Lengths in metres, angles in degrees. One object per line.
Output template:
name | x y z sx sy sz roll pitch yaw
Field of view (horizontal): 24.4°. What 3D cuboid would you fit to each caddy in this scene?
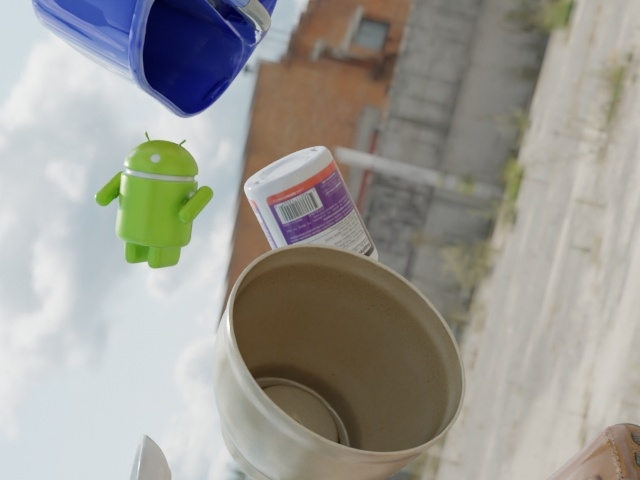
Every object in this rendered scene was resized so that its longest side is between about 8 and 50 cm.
caddy | -0.131 -0.254 1.450 0.241 0.179 0.341 -63 -13 -1

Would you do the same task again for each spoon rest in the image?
spoon rest | -0.225 0.362 1.720 0.137 0.084 0.276 -157 73 -80

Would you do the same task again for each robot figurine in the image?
robot figurine | -0.142 -0.035 1.290 0.067 0.101 0.115 -7 -74 -61

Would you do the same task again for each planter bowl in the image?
planter bowl | -0.003 0.098 0.957 0.109 0.162 0.162 -57 9 41

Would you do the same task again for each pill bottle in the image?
pill bottle | 0.000 0.000 1.684 0.193 0.108 0.108 65 -163 -15

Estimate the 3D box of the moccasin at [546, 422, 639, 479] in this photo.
moccasin | 0.237 0.351 1.527 0.380 0.139 0.147 -48 9 36
